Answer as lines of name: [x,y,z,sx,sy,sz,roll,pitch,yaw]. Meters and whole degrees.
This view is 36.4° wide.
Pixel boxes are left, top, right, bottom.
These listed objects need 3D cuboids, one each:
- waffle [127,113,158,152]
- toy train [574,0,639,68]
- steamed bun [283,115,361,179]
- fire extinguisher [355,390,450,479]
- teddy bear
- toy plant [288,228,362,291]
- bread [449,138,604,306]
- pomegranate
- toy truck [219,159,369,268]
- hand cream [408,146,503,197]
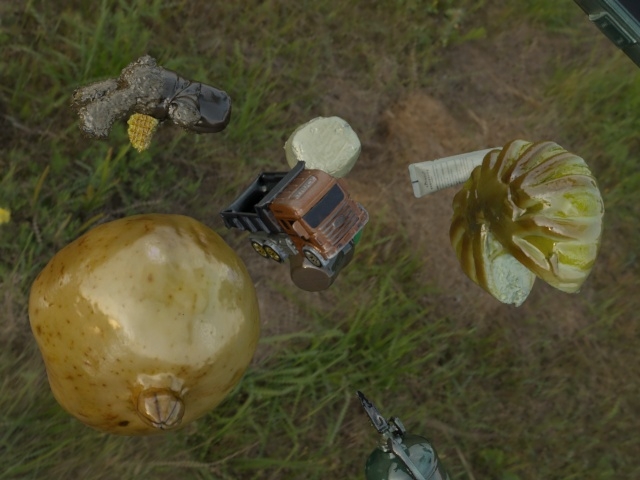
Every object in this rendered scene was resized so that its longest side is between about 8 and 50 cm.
waffle: [-0.323,-0.207,1.774,0.016,0.085,0.078,4,44,-51]
toy train: [0.477,-0.231,1.283,0.409,0.086,0.089,42,92,-11]
steamed bun: [0.002,-0.151,1.708,0.130,0.091,0.112,-30,78,-19]
fire extinguisher: [0.118,0.304,1.141,0.093,0.118,0.294,-30,112,-9]
teddy bear: [-0.166,-0.147,0.979,0.161,0.077,0.119,-1,26,-25]
toy plant: [0.000,0.000,1.679,0.200,0.143,0.105,-73,147,-48]
bread: [0.355,-0.039,1.754,0.160,0.333,0.332,7,59,-30]
pomegranate: [-0.277,0.153,1.579,0.410,0.410,0.410,16,55,-24]
toy truck: [-0.035,-0.031,1.097,0.083,0.192,0.092,-47,115,-21]
hand cream: [0.312,-0.156,2.127,0.050,0.234,0.080,-90,165,-70]
